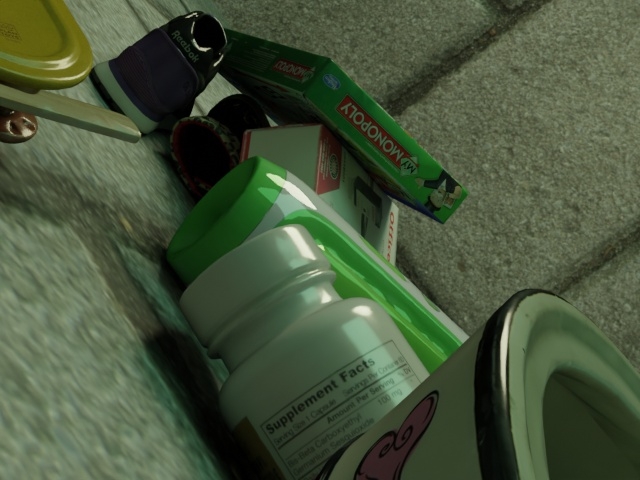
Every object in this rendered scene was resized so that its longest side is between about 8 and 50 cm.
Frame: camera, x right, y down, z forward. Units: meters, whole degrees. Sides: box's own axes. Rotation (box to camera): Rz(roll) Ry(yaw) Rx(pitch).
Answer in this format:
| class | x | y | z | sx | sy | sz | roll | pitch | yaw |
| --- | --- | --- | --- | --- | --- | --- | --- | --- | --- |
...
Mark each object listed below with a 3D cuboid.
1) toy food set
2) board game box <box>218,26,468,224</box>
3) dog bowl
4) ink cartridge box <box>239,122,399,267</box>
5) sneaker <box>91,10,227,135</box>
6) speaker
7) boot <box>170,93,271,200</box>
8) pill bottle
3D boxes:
| class | x | y | z | sx | sy | sz | roll | pitch | yaw |
| --- | --- | --- | --- | --- | --- | --- | --- | --- | --- |
| toy food set | -0.212 | -0.116 | 0.614 | 0.128 | 0.071 | 0.218 | 8 | 39 | -47 |
| board game box | 0.002 | -0.134 | 1.105 | 0.213 | 0.046 | 0.317 | 40 | -3 | -29 |
| dog bowl | 0.118 | 0.232 | 0.414 | 0.408 | 0.150 | 0.408 | 47 | 24 | -29 |
| ink cartridge box | 0.000 | 0.000 | 1.035 | 0.218 | 0.092 | 0.159 | 43 | 48 | -59 |
| sneaker | -0.147 | -0.187 | 1.096 | 0.107 | 0.124 | 0.283 | 53 | 7 | -13 |
| speaker | 0.020 | 0.069 | 0.829 | 0.296 | 0.131 | 0.131 | 43 | 10 | -18 |
| boot | -0.074 | -0.043 | 1.107 | 0.236 | 0.085 | 0.178 | 63 | 16 | -5 |
| pill bottle | 0.009 | 0.110 | 0.665 | 0.229 | 0.131 | 0.131 | 56 | 7 | 13 |
